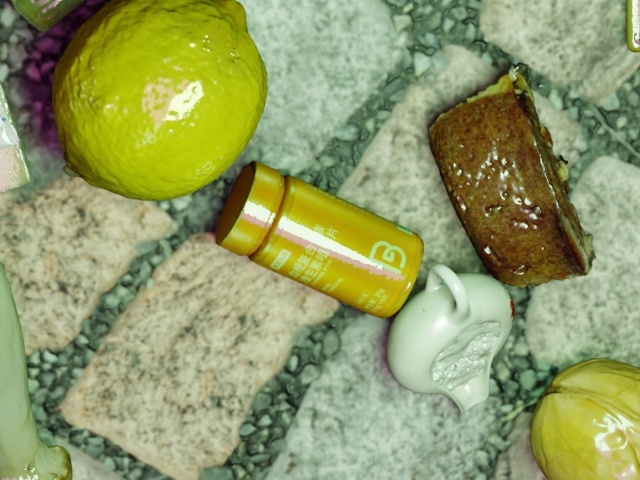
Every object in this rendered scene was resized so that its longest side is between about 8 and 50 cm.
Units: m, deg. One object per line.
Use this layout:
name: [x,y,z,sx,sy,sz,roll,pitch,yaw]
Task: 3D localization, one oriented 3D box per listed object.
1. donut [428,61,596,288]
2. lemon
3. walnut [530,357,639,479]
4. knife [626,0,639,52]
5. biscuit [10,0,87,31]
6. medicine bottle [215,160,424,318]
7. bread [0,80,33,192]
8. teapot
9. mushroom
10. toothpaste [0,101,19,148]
donut: [0.188,-0.056,1.912,0.126,0.144,0.186,-21,135,18]
lemon: [-0.152,-0.136,1.804,0.231,0.192,0.192,-44,107,5]
walnut: [0.313,0.212,1.992,0.206,0.159,0.159,39,97,-11]
knife: [0.322,-0.315,1.912,0.046,0.022,0.256,-2,101,1]
biscuit: [-0.170,-0.325,1.830,0.322,0.038,0.099,-37,104,3]
medicine bottle: [0.000,0.000,1.914,0.192,0.096,0.096,25,100,-15]
bread: [-0.333,-0.115,1.867,0.068,0.028,0.154,-18,106,-3]
teapot: [0.128,0.087,1.938,0.145,0.092,0.226,-35,150,-12]
mushroom: [-0.340,0.119,1.883,0.128,0.128,0.350,-21,111,-2]
toothpaste: [-0.397,-0.076,1.849,0.218,0.033,0.052,-22,103,9]
